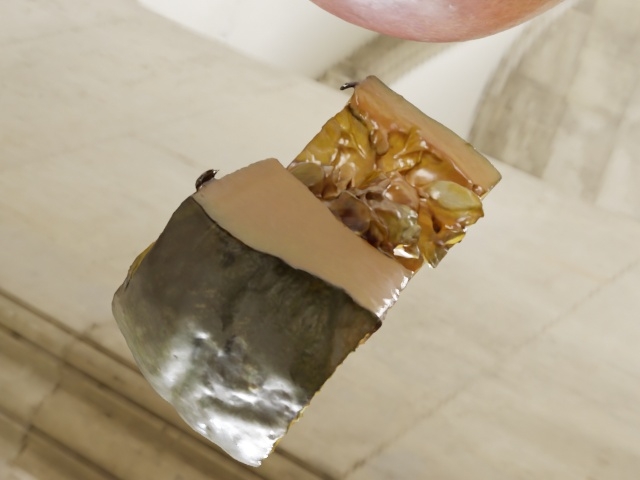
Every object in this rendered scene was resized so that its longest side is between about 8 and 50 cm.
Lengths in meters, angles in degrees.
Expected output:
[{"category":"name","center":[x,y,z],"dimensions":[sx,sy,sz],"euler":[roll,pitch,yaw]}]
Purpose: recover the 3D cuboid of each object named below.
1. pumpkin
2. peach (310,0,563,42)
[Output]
[{"category":"pumpkin","center":[-0.001,-0.001,0.911],"dimensions":[0.280,0.139,0.190],"euler":[-50,-6,-12]},{"category":"peach","center":[0.050,-0.231,0.713],"dimensions":[0.252,0.252,0.252],"euler":[-45,-30,-36]}]
